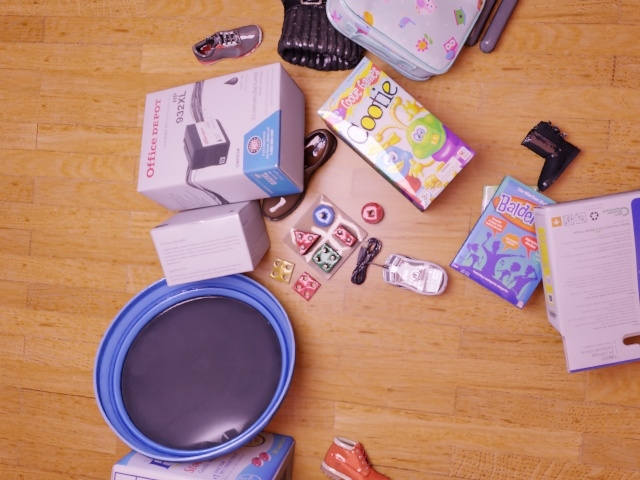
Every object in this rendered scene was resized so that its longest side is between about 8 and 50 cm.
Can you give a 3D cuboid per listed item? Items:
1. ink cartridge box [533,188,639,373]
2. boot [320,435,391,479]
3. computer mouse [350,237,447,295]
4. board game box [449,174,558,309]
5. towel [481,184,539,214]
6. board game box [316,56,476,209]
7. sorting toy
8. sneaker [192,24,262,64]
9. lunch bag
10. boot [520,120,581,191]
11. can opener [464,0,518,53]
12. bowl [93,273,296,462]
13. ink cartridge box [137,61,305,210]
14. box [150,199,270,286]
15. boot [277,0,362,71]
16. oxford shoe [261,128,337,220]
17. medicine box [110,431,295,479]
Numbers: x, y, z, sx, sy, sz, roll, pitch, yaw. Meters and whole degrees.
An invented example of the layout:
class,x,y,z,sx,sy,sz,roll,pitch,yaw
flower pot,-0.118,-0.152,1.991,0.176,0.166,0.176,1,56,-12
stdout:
class,x,y,z,sx,sy,sz,roll,pitch,yaw
ink cartridge box,0.568,0.063,1.014,0.303,0.072,0.307,-9,98,-2
boot,0.085,0.470,1.147,0.157,0.059,0.085,21,89,10
computer mouse,0.166,0.066,1.136,0.192,0.042,0.106,17,89,14
board game box,0.375,0.003,1.073,0.160,0.047,0.210,31,93,9
towel,0.381,-0.036,1.107,0.113,0.023,0.152,2,91,9
board game box,0.148,-0.201,1.082,0.275,0.142,0.144,42,97,6
sorting toy,0.000,0.000,1.158,0.132,0.046,0.274,42,97,7
sneaker,-0.201,-0.420,1.176,0.157,0.065,0.061,-20,88,9
lunch bag,0.154,-0.449,1.044,0.279,0.108,0.224,28,90,-18
boot,0.439,-0.169,1.083,0.099,0.045,0.121,40,88,4
can opener,0.368,-0.513,1.066,0.076,0.095,0.284,27,95,9
bowl,-0.241,0.240,1.091,0.390,0.077,0.391,-2,56,2
ink cartridge box,-0.195,-0.198,1.094,0.307,0.129,0.223,-7,72,20
box,-0.215,-0.004,1.116,0.180,0.182,0.119,-11,105,9
boot,-0.071,-0.495,1.120,0.347,0.131,0.260,10,92,9
oxford shoe,-0.056,-0.140,1.142,0.082,0.096,0.227,34,97,6
medicine box,-0.222,0.484,1.091,0.289,0.263,0.149,7,92,9
